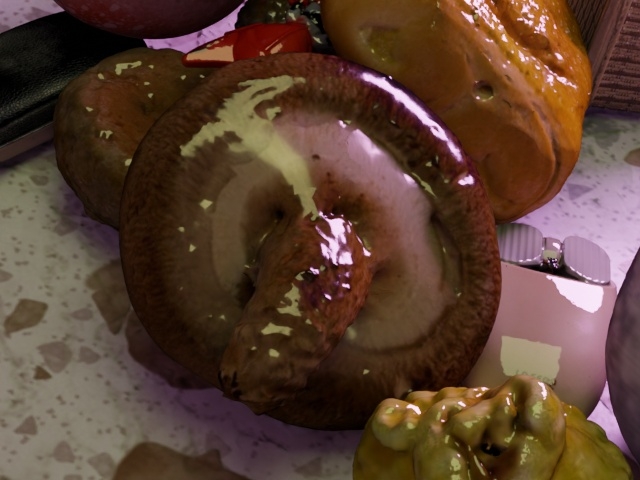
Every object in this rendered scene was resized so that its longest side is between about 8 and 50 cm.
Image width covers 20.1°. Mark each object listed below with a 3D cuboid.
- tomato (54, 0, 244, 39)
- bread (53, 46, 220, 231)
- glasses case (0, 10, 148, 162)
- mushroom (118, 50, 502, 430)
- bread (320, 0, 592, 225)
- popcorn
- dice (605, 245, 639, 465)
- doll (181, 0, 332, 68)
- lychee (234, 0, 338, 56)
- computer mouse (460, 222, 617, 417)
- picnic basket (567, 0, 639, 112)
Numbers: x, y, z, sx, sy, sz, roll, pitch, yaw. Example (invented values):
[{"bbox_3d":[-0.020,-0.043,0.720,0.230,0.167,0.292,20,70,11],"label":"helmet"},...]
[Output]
[{"bbox_3d":[-0.161,-0.327,1.795,0.270,0.270,0.227,-25,37,-31],"label":"tomato"},{"bbox_3d":[-0.147,-0.086,1.744,0.230,0.123,0.230,6,41,-5],"label":"bread"},{"bbox_3d":[-0.305,-0.150,1.804,0.122,0.075,0.314,35,47,26],"label":"glasses case"},{"bbox_3d":[-0.010,0.001,1.577,0.239,0.345,0.345,3,30,46],"label":"mushroom"},{"bbox_3d":[0.146,-0.218,1.793,0.148,0.328,0.337,-24,29,27],"label":"bread"},{"bbox_3d":[0.145,0.187,1.472,0.226,0.203,0.200,35,48,30],"label":"popcorn"},{"bbox_3d":[0.428,0.100,1.543,0.270,0.270,0.271,-8,37,-32],"label":"dice"},{"bbox_3d":[-0.038,-0.183,1.733,0.109,0.057,0.169,44,68,12],"label":"doll"},{"bbox_3d":[0.004,-0.204,1.868,0.197,0.165,0.165,1,42,-40],"label":"lychee"},{"bbox_3d":[0.204,0.075,1.686,0.145,0.082,0.236,15,46,4],"label":"computer mouse"},{"bbox_3d":[0.358,-0.312,2.003,0.175,0.228,0.313,9,45,-7],"label":"picnic basket"}]
